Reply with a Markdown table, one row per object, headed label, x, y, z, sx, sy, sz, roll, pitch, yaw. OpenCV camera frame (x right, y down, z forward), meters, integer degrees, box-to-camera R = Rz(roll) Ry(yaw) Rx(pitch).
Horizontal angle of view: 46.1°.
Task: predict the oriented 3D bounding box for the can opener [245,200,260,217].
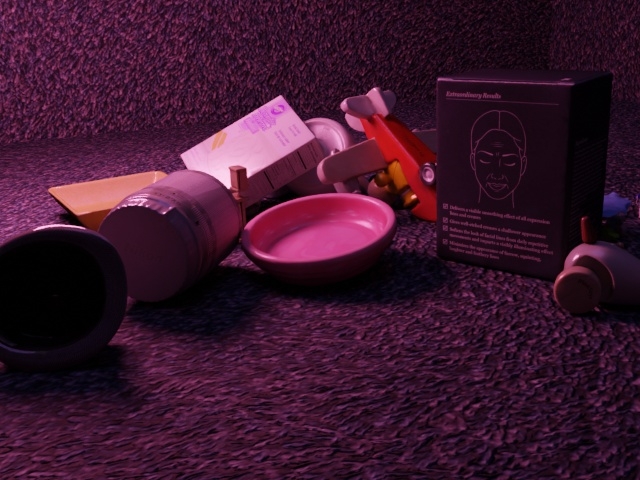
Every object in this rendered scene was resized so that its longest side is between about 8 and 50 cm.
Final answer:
| label | x | y | z | sx | sy | sz | roll | pitch | yaw |
| --- | --- | --- | --- | --- | --- | --- | --- | --- | --- |
| can opener | -0.288 | -0.120 | 2.090 | 0.280 | 0.074 | 0.093 | 9 | 22 | 31 |

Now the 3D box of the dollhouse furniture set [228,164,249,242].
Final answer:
| label | x | y | z | sx | sy | sz | roll | pitch | yaw |
| --- | --- | --- | --- | --- | --- | --- | --- | --- | --- |
| dollhouse furniture set | -0.256 | -0.094 | 1.834 | 0.101 | 0.181 | 0.161 | -14 | 22 | -32 |

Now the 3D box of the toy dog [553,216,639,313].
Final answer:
| label | x | y | z | sx | sy | sz | roll | pitch | yaw |
| --- | --- | --- | --- | --- | --- | --- | --- | --- | --- |
| toy dog | 0.581 | 0.040 | 1.346 | 0.334 | 0.160 | 0.220 | -2 | 19 | 1 |

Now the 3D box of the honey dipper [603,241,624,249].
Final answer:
| label | x | y | z | sx | sy | sz | roll | pitch | yaw |
| --- | --- | --- | --- | --- | --- | --- | --- | --- | --- |
| honey dipper | 0.589 | 0.001 | 1.673 | 0.161 | 0.030 | 0.030 | 8 | 21 | 24 |

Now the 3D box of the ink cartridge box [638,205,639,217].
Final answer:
| label | x | y | z | sx | sy | sz | roll | pitch | yaw |
| --- | --- | --- | --- | --- | --- | --- | --- | --- | --- |
| ink cartridge box | 0.867 | -0.137 | 1.818 | 0.128 | 0.176 | 0.127 | -14 | 21 | -31 |

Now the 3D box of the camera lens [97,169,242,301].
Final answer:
| label | x | y | z | sx | sy | sz | roll | pitch | yaw |
| --- | --- | --- | --- | --- | --- | --- | --- | --- | --- |
| camera lens | -0.301 | -0.015 | 1.542 | 0.220 | 0.219 | 0.274 | 3 | 19 | 16 |

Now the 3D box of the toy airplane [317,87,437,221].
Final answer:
| label | x | y | z | sx | sy | sz | roll | pitch | yaw |
| --- | --- | --- | --- | --- | --- | --- | --- | --- | --- |
| toy airplane | 0.183 | -0.212 | 1.993 | 0.386 | 0.272 | 0.384 | 17 | 43 | -9 |

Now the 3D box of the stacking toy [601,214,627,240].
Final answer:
| label | x | y | z | sx | sy | sz | roll | pitch | yaw |
| --- | --- | --- | --- | --- | --- | --- | --- | --- | --- |
| stacking toy | 0.666 | -0.045 | 1.779 | 0.167 | 0.052 | 0.221 | -14 | 23 | -24 |

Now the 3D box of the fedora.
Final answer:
| label | x | y | z | sx | sy | sz | roll | pitch | yaw |
| --- | --- | --- | --- | --- | --- | --- | --- | --- | --- |
| fedora | -0.450 | 0.101 | 1.287 | 0.276 | 0.243 | 0.124 | -12 | -10 | -1 |

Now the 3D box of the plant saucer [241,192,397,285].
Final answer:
| label | x | y | z | sx | sy | sz | roll | pitch | yaw |
| --- | --- | --- | --- | --- | --- | --- | --- | --- | --- |
| plant saucer | 0.000 | 0.000 | 1.611 | 0.332 | 0.084 | 0.332 | -7 | 27 | 3 |

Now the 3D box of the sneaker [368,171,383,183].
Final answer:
| label | x | y | z | sx | sy | sz | roll | pitch | yaw |
| --- | --- | --- | --- | --- | --- | --- | --- | --- | --- |
| sneaker | 0.216 | -0.180 | 2.221 | 0.152 | 0.058 | 0.084 | -2 | 12 | 16 |

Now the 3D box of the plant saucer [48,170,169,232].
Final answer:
| label | x | y | z | sx | sy | sz | roll | pitch | yaw |
| --- | --- | --- | --- | --- | --- | --- | --- | --- | --- |
| plant saucer | -0.539 | -0.102 | 2.063 | 0.333 | 0.080 | 0.333 | -14 | 21 | -28 |

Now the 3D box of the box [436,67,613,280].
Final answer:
| label | x | y | z | sx | sy | sz | roll | pitch | yaw |
| --- | --- | --- | --- | --- | --- | --- | --- | --- | --- |
| box | 0.418 | -0.151 | 1.576 | 0.294 | 0.395 | 0.212 | 13 | 24 | 37 |

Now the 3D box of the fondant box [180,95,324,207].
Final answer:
| label | x | y | z | sx | sy | sz | roll | pitch | yaw |
| --- | --- | --- | --- | --- | --- | --- | --- | --- | --- |
| fondant box | -0.186 | -0.224 | 2.033 | 0.330 | 0.096 | 0.238 | -31 | 47 | -4 |

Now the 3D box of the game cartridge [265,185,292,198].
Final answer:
| label | x | y | z | sx | sy | sz | roll | pitch | yaw |
| --- | --- | --- | --- | --- | --- | --- | --- | --- | --- |
| game cartridge | -0.188 | -0.187 | 2.316 | 0.294 | 0.060 | 0.196 | 10 | 25 | 32 |

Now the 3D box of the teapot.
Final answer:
| label | x | y | z | sx | sy | sz | roll | pitch | yaw |
| --- | --- | --- | --- | --- | --- | --- | --- | --- | --- |
| teapot | 0.006 | -0.219 | 2.168 | 0.253 | 0.256 | 0.187 | -20 | -21 | 16 |

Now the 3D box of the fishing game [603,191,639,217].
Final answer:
| label | x | y | z | sx | sy | sz | roll | pitch | yaw |
| --- | --- | --- | --- | --- | --- | --- | --- | --- | --- |
| fishing game | 0.618 | -0.070 | 1.729 | 0.264 | 0.041 | 0.189 | -4 | 20 | 20 |
